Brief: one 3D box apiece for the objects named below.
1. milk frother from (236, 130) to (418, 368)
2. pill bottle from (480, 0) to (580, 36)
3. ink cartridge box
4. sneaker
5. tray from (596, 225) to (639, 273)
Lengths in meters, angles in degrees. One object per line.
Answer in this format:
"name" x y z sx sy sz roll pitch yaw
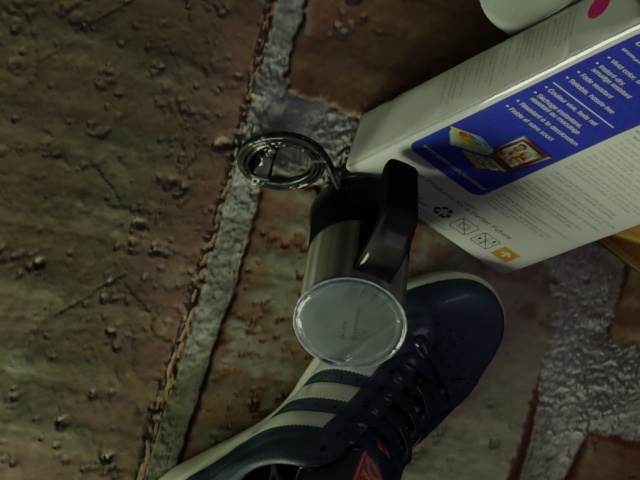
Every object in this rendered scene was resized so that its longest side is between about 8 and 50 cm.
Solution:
"milk frother" 0.000 0.000 1.227 0.143 0.134 0.129 8 125 0
"pill bottle" 0.330 -0.160 1.303 0.392 0.224 0.224 27 89 -26
"ink cartridge box" 0.201 -0.084 1.193 0.176 0.371 0.069 33 57 -27
"sneaker" 0.027 0.161 1.272 0.350 0.148 0.131 -41 114 -12
"tray" 0.416 0.072 1.401 0.411 0.203 0.076 33 85 -27
